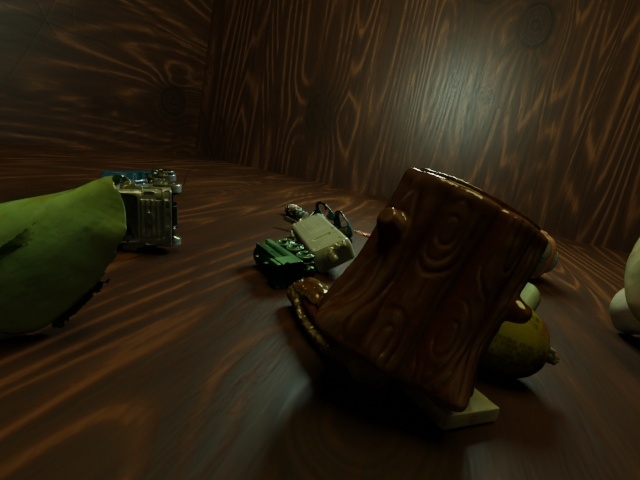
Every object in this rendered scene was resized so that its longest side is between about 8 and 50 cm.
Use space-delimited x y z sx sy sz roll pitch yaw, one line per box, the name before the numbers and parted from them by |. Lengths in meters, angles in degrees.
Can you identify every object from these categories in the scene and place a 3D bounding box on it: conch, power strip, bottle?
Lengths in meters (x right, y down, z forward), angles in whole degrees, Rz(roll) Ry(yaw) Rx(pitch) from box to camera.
conch | -0.340 0.026 0.487 0.250 0.143 0.137 -13 -24 -17
power strip | 0.000 0.000 1.053 0.098 0.058 0.338 -24 20 -7
bottle | 0.420 0.139 0.875 0.072 0.072 0.201 20 16 32

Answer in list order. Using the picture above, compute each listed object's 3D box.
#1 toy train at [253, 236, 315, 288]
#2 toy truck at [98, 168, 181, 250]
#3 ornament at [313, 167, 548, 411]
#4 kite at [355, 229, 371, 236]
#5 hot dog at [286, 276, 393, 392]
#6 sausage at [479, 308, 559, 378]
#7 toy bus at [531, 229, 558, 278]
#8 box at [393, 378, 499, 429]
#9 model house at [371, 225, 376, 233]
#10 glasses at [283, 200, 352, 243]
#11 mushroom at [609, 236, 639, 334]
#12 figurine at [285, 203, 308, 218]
toy train | -0.081 0.043 0.868 0.111 0.071 0.170 -6 20 -32
toy truck | -0.423 -0.088 0.964 0.175 0.146 0.367 -3 15 -24
ornament | 0.129 0.041 0.502 0.221 0.217 0.235 25 9 -24
kite | 0.231 -0.004 1.450 0.125 0.008 0.222 1 17 -39
hot dog | 0.020 0.123 0.619 0.083 0.068 0.289 13 10 -25
sausage | 0.199 0.114 0.652 0.347 0.123 0.123 21 15 17
toy bus | 0.639 0.023 1.342 0.232 0.194 0.288 24 13 -1
box | 0.143 0.185 0.550 0.090 0.024 0.167 6 14 -28
model house | 0.237 0.073 0.857 0.253 0.184 0.291 8 -1 14
glasses | -0.013 -0.064 1.287 0.207 0.102 0.239 4 16 -30
mushroom | 0.743 0.099 0.767 0.353 0.325 0.353 -13 18 5
figurine | -0.087 -0.108 1.533 0.060 0.047 0.106 -13 28 -41
